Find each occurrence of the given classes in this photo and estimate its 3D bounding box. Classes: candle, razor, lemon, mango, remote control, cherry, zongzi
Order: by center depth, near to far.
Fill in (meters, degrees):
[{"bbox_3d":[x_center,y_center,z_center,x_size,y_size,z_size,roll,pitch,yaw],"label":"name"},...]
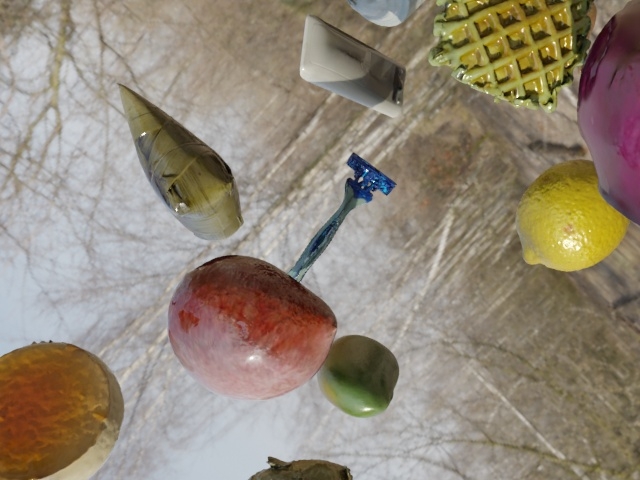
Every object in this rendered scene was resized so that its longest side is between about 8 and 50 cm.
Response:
[{"bbox_3d":[-0.101,0.138,1.071,0.239,0.206,0.239,43,161,19],"label":"cherry"},{"bbox_3d":[-0.002,0.003,1.274,0.093,0.324,0.056,38,-162,1],"label":"razor"},{"bbox_3d":[0.073,-0.314,1.337,0.055,0.110,0.313,4,176,39],"label":"remote control"},{"bbox_3d":[0.068,0.257,1.359,0.156,0.114,0.251,12,-162,0],"label":"mango"},{"bbox_3d":[-0.278,-0.149,1.451,0.300,0.145,0.274,51,172,13],"label":"zongzi"},{"bbox_3d":[0.539,-0.049,1.577,0.228,0.253,0.228,43,171,9],"label":"lemon"},{"bbox_3d":[0.168,-0.619,1.651,0.221,0.342,0.221,37,161,15],"label":"candle"}]

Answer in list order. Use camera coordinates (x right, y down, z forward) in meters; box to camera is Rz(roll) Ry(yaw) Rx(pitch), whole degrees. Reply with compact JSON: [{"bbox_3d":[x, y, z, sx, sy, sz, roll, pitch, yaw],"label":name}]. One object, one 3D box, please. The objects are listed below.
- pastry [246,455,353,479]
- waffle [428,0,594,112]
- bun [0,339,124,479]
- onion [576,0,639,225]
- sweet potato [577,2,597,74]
[{"bbox_3d":[-0.052,0.496,1.378,0.257,0.235,0.121,98,162,-47],"label":"pastry"},{"bbox_3d":[0.243,-0.270,0.915,0.214,0.208,0.054,22,177,-13],"label":"waffle"},{"bbox_3d":[-0.504,0.334,1.340,0.299,0.298,0.165,48,155,26],"label":"bun"},{"bbox_3d":[0.467,-0.203,0.705,0.398,0.398,0.421,-127,26,-48],"label":"onion"},{"bbox_3d":[0.533,-0.444,1.493,0.068,0.068,0.226,22,-119,-67],"label":"sweet potato"}]
